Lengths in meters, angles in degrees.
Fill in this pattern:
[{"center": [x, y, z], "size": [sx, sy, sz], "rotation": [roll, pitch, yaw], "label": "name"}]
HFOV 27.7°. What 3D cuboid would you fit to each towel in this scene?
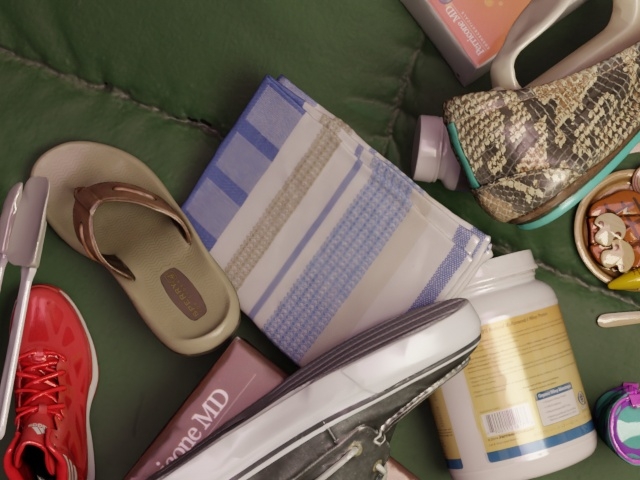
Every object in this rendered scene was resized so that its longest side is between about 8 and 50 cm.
[{"center": [0.000, 0.000, 1.213], "size": [0.285, 0.034, 0.209], "rotation": [41, 105, 23], "label": "towel"}]

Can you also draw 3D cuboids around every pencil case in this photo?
[{"center": [0.295, 0.171, 1.220], "size": [0.064, 0.151, 0.070], "rotation": [5, 86, 6], "label": "pencil case"}]

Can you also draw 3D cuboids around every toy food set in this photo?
[{"center": [0.320, -0.012, 1.294], "size": [0.132, 0.038, 0.192], "rotation": [-10, 85, -3], "label": "toy food set"}]

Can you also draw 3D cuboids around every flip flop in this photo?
[{"center": [-0.179, -0.004, 1.224], "size": [0.112, 0.080, 0.277], "rotation": [-39, 63, -5], "label": "flip flop"}]

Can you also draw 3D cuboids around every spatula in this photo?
[{"center": [-0.308, 0.059, 1.209], "size": [0.019, 0.168, 0.242], "rotation": [15, 83, -40], "label": "spatula"}]

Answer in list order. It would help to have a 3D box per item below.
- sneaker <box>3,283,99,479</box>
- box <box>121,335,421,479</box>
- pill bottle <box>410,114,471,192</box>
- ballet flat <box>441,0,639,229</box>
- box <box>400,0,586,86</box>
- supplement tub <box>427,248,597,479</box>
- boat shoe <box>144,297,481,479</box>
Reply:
[{"center": [-0.252, 0.148, 1.209], "size": [0.087, 0.128, 0.221], "rotation": [-11, 87, -4], "label": "sneaker"}, {"center": [0.014, 0.276, 1.206], "size": [0.381, 0.143, 0.191], "rotation": [37, 84, 3], "label": "box"}, {"center": [0.161, -0.084, 1.274], "size": [0.137, 0.078, 0.078], "rotation": [6, 85, -2], "label": "pill bottle"}, {"center": [0.309, -0.199, 1.203], "size": [0.482, 0.164, 0.182], "rotation": [-34, 97, -20], "label": "ballet flat"}, {"center": [0.179, -0.257, 1.285], "size": [0.170, 0.091, 0.130], "rotation": [-36, 87, -5], "label": "box"}, {"center": [0.167, 0.120, 1.222], "size": [0.144, 0.144, 0.200], "rotation": [-15, 86, -4], "label": "supplement tub"}, {"center": [0.005, 0.172, 1.104], "size": [0.335, 0.121, 0.119], "rotation": [-33, 94, 4], "label": "boat shoe"}]
